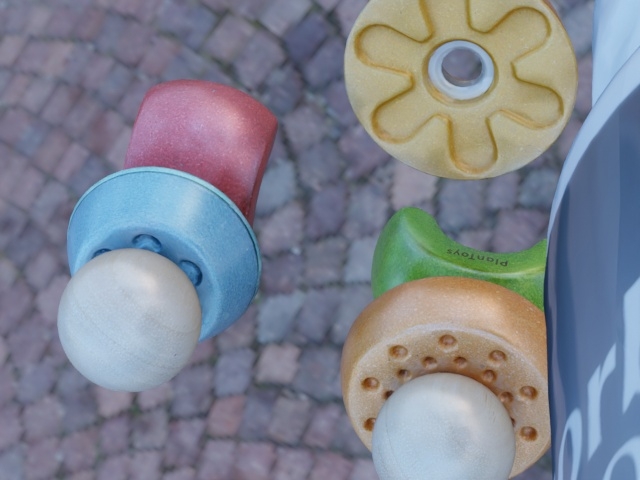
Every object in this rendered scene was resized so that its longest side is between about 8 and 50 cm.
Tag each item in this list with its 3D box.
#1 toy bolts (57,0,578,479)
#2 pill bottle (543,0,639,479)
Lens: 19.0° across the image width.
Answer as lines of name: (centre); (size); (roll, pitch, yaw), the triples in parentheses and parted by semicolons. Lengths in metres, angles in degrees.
toy bolts: (0.000, 0.000, 0.812); (0.228, 0.218, 0.158); (8, 32, 8)
pill bottle: (0.159, 0.052, 0.451); (0.210, 0.210, 0.363); (-28, 34, 26)
